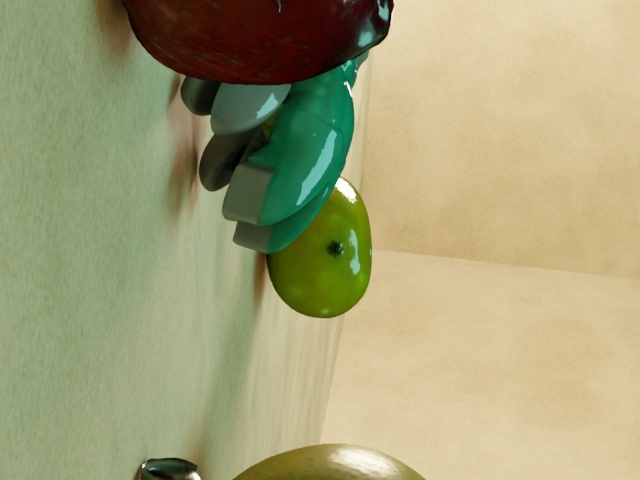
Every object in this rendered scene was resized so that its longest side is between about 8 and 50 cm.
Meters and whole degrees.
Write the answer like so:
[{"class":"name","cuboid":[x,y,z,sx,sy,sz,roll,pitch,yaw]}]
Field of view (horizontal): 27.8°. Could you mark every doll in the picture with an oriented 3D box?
[{"class":"doll","cuboid":[-0.038,-0.109,1.186,0.258,0.153,0.195,-53,152,-49]}]

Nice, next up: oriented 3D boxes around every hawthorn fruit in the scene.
[{"class":"hawthorn fruit","cuboid":[-0.033,-0.189,0.865,0.185,0.202,0.185,15,90,-82]}]

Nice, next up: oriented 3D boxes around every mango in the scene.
[{"class":"mango","cuboid":[-0.001,-0.006,1.823,0.273,0.149,0.185,-86,172,-58]}]

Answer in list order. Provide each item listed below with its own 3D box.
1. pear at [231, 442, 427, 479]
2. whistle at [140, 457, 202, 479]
[{"class":"pear","cuboid":[0.009,0.388,1.394,0.348,0.348,0.348,7,90,-85]},{"class":"whistle","cuboid":[-0.143,0.352,1.154,0.068,0.057,0.326,-55,152,-74]}]
